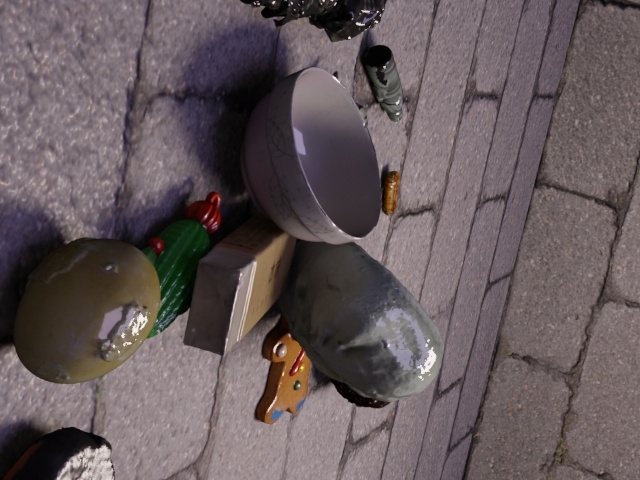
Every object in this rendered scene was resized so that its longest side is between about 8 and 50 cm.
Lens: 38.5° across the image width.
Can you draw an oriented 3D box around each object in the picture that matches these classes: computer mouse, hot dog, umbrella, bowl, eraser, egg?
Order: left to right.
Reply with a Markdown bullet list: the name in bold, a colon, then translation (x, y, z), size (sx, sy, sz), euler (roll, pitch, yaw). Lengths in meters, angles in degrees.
- **computer mouse**: translation (-0.383, 0.391, 1.183), size (0.183, 0.116, 0.323), euler (71, 36, -50)
- **egg**: translation (-0.288, 0.085, 1.131), size (0.201, 0.164, 0.164), euler (-52, 149, -29)
- **eraser**: translation (-0.117, 0.056, 1.444), size (0.343, 0.078, 0.144), euler (-50, 154, -71)
- **bowl**: translation (-0.027, -0.122, 1.480), size (0.287, 0.143, 0.287), euler (36, 46, -49)
- **umbrella**: translation (-0.015, -0.380, 1.448), size (0.336, 0.128, 0.154), euler (-32, 118, -47)
- **hot dog**: translation (0.156, -0.108, 2.075), size (0.049, 0.037, 0.122), euler (-61, 161, -49)

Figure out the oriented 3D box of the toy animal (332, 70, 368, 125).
- **toy animal**: translation (0.042, -0.228, 1.716), size (0.217, 0.073, 0.176), euler (-23, 112, -64)

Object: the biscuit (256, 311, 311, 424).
- **biscuit**: translation (-0.050, 0.215, 1.846), size (0.205, 0.049, 0.324), euler (-11, 114, -62)

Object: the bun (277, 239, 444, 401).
- **bun**: translation (0.053, 0.148, 1.653), size (0.194, 0.354, 0.354), euler (-42, 147, -14)

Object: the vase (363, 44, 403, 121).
- **vase**: translation (0.136, -0.311, 1.866), size (0.060, 0.060, 0.211), euler (-63, 155, -20)

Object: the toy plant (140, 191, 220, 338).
- **toy plant**: translation (-0.211, 0.041, 1.344), size (0.240, 0.088, 0.155), euler (-47, 143, -51)

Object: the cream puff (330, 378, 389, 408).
- **cream puff**: translation (0.110, 0.253, 2.055), size (0.239, 0.164, 0.239), euler (-43, 142, -46)
